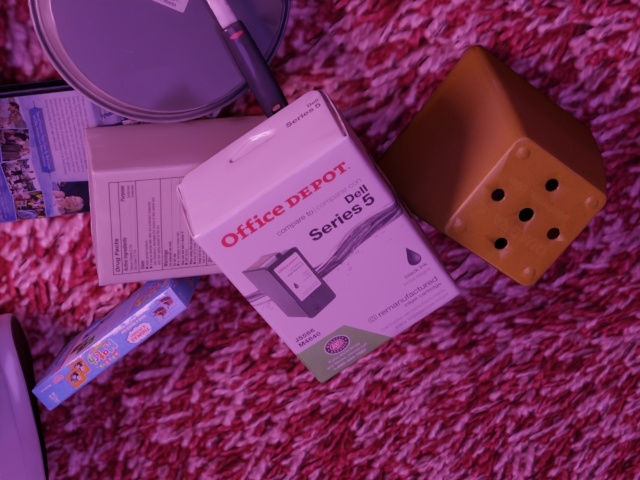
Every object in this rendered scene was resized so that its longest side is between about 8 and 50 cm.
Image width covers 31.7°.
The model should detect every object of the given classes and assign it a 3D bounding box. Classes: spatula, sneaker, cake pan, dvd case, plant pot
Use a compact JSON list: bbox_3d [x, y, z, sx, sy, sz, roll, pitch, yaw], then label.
[{"bbox_3d":[-0.110,-0.251,1.203,0.084,0.030,0.296,-31,111,-4],"label":"spatula"},{"bbox_3d":[-0.423,0.228,1.444,0.123,0.106,0.290,-5,119,-10],"label":"sneaker"},{"bbox_3d":[-0.169,-0.270,1.228,0.293,0.054,0.293,-4,106,-14],"label":"cake pan"},{"bbox_3d":[-0.311,-0.107,1.324,0.253,0.022,0.180,-7,128,-6],"label":"dvd case"},{"bbox_3d":[0.221,-0.071,1.357,0.212,0.187,0.212,32,107,-23],"label":"plant pot"}]

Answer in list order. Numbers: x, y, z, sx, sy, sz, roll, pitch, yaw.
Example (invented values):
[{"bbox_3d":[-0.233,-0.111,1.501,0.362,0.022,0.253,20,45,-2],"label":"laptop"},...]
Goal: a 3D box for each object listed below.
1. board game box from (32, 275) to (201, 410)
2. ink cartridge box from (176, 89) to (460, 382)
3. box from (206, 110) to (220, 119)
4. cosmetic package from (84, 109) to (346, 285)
[{"bbox_3d":[-0.244,0.107,1.382,0.211,0.160,0.039,-37,101,10],"label":"board game box"},{"bbox_3d":[0.000,0.000,1.255,0.198,0.115,0.273,-34,127,7],"label":"ink cartridge box"},{"bbox_3d":[-0.157,-0.213,1.308,0.137,0.027,0.094,30,111,-22],"label":"box"},{"bbox_3d":[-0.114,-0.053,1.325,0.309,0.113,0.160,-4,125,-14],"label":"cosmetic package"}]
